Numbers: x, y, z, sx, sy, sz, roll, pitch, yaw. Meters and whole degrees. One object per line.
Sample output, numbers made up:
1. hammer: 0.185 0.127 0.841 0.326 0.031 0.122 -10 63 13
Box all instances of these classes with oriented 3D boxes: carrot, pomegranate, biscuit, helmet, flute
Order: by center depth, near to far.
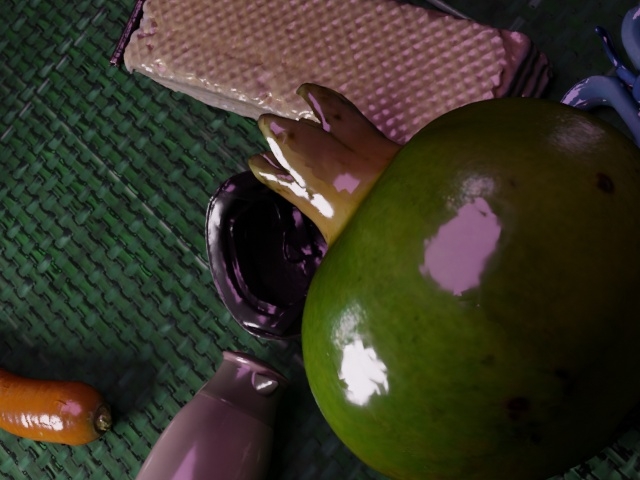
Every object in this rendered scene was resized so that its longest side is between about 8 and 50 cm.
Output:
1. pomegranate: 0.089 0.023 1.184 0.358 0.216 0.310 39 108 7
2. helmet: -0.004 0.003 1.371 0.176 0.107 0.153 -17 83 6
3. biscuit: 0.000 -0.159 1.453 0.426 0.078 0.144 23 85 37
4. carrot: -0.296 0.144 1.532 0.271 0.062 0.066 11 110 39
5. flute: -0.158 -0.297 1.648 0.014 0.014 0.270 17 81 36

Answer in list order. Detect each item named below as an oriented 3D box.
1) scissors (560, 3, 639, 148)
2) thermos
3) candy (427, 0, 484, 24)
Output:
1. scissors: 0.313 -0.029 1.229 0.180 0.032 0.393 -42 54 19
2. thermos: -0.099 0.184 1.371 0.137 0.105 0.193 1 64 65
3. candy: 0.078 -0.233 1.459 0.202 0.061 0.061 35 92 29
